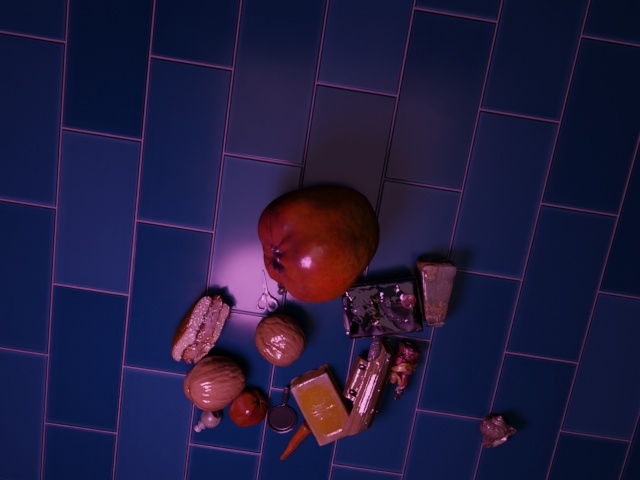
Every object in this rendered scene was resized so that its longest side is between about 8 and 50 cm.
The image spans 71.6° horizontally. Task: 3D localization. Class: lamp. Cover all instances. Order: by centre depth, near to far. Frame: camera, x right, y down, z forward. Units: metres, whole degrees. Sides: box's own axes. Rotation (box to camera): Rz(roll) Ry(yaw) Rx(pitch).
[{"bbox_3d":[0.351,0.558,1.926,0.118,0.118,0.253,18,103,-3],"label":"lamp"},{"bbox_3d":[-0.514,0.813,1.993,0.091,0.091,0.163,43,114,-6],"label":"lamp"}]

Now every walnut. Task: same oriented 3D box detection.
[{"bbox_3d":[-0.169,0.411,1.855,0.228,0.228,0.227,0,100,0],"label":"walnut"},{"bbox_3d":[-0.439,0.597,1.866,0.261,0.225,0.224,5,103,-43],"label":"walnut"}]

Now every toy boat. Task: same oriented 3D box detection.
[{"bbox_3d":[0.183,0.620,1.880,0.162,0.136,0.445,18,87,27],"label":"toy boat"}]

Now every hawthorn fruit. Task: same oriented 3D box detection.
[{"bbox_3d":[0.000,0.000,1.676,0.472,0.472,0.471,0,100,0],"label":"hawthorn fruit"},{"bbox_3d":[-0.335,0.751,1.950,0.203,0.162,0.162,-39,97,17],"label":"hawthorn fruit"}]

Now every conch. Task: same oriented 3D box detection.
[{"bbox_3d":[0.779,0.851,1.961,0.155,0.130,0.207,11,114,11],"label":"conch"}]

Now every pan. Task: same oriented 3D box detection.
[{"bbox_3d":[-0.166,0.760,2.001,0.136,0.028,0.235,10,103,-2],"label":"pan"}]

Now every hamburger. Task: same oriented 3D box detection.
[{"bbox_3d":[-0.514,0.374,1.874,0.155,0.245,0.282,29,58,-27],"label":"hamburger"}]

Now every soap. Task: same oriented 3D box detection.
[{"bbox_3d":[0.012,0.731,1.966,0.199,0.091,0.314,-24,99,3],"label":"soap"}]

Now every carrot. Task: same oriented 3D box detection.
[{"bbox_3d":[-0.117,0.924,2.021,0.057,0.057,0.224,33,101,-5],"label":"carrot"}]

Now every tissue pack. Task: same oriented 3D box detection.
[{"bbox_3d":[0.254,0.282,1.853,0.333,0.123,0.244,-7,98,11],"label":"tissue pack"}]

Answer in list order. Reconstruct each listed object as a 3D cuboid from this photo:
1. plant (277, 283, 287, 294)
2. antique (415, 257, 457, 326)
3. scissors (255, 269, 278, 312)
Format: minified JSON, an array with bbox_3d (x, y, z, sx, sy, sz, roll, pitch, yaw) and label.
[{"bbox_3d":[-0.120,0.161,1.875,0.174,0.085,0.087,-40,125,11],"label":"plant"},{"bbox_3d":[0.473,0.220,1.855,0.150,0.125,0.284,1,100,1],"label":"antique"},{"bbox_3d":[-0.237,0.220,1.917,0.100,0.015,0.188,-5,99,4],"label":"scissors"}]
